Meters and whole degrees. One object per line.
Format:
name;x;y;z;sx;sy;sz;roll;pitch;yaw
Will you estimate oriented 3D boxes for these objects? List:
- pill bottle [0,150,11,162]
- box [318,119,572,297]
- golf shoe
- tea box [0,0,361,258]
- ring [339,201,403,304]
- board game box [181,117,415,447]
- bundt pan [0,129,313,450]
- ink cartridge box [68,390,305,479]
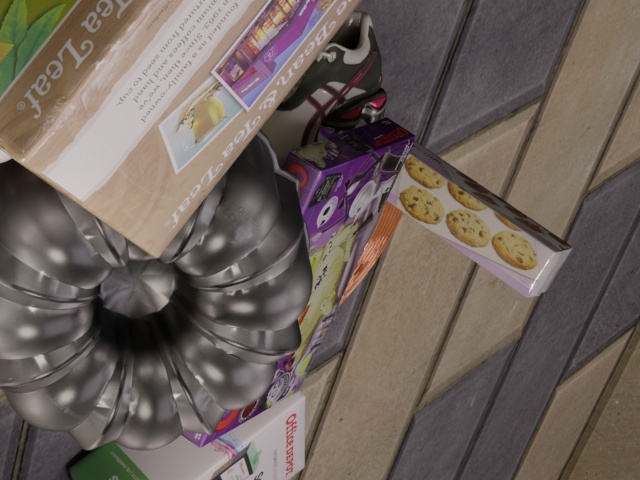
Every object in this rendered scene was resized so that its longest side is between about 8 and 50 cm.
pill bottle;-0.241;-0.135;1.351;0.216;0.121;0.121;-38;153;-33
box;0.128;-0.052;1.925;0.067;0.324;0.063;-60;160;18
golf shoe;-0.031;-0.151;1.799;0.273;0.105;0.120;-37;138;-46
tea box;-0.152;-0.226;1.125;0.329;0.323;0.220;-53;158;-3
ring;0.000;0.000;2.140;0.336;0.032;0.336;-41;154;-25
board game box;-0.028;0.043;1.812;0.208;0.056;0.346;-19;139;-54
bundt pan;-0.154;0.043;1.457;0.331;0.124;0.330;-7;118;-13
ink cartridge box;-0.154;0.275;2.093;0.278;0.117;0.201;-36;154;-22
